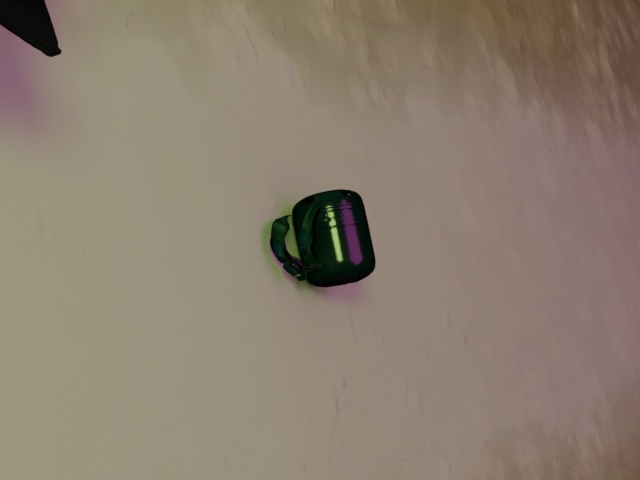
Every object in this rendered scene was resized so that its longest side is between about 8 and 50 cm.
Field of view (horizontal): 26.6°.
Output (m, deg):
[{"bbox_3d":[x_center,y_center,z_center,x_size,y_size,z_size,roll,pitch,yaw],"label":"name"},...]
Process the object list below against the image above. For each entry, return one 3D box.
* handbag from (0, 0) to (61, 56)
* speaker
[{"bbox_3d":[-0.215,-0.263,0.700,0.269,0.118,0.326,26,53,-62],"label":"handbag"},{"bbox_3d":[-0.004,0.001,1.092,0.094,0.060,0.075,-8,82,-27],"label":"speaker"}]
